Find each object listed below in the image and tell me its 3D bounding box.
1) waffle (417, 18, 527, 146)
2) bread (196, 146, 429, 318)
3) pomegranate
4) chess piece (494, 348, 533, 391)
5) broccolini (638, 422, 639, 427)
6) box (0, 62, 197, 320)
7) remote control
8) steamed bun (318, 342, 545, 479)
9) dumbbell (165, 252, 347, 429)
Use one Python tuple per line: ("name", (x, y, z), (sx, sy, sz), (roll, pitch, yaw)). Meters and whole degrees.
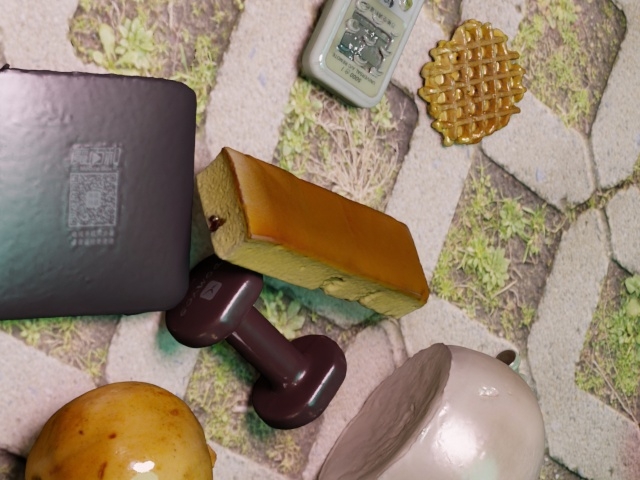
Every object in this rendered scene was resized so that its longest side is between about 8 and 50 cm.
("waffle", (0.217, -0.221, 1.987), (0.191, 0.038, 0.191), (-6, 100, -36))
("bread", (0.000, 0.000, 1.768), (0.361, 0.077, 0.138), (21, 40, -47))
("pomegranate", (-0.230, 0.271, 1.610), (0.233, 0.233, 0.233), (-6, 101, -36))
("chess piece", (0.293, 0.205, 2.109), (0.042, 0.042, 0.093), (-50, 128, -21))
("broccolini", (0.601, 0.235, 2.354), (0.218, 0.044, 0.042), (-38, 133, -21))
("box", (-0.277, -0.053, 1.615), (0.290, 0.073, 0.289), (-2, 98, -37))
("remote control", (0.081, -0.343, 1.848), (0.128, 0.065, 0.335), (32, 77, -38))
("steamed bun", (0.156, 0.298, 1.838), (0.206, 0.324, 0.324), (40, 71, -11))
("dumbbell", (-0.079, 0.125, 1.759), (0.225, 0.124, 0.140), (46, 68, -32))
